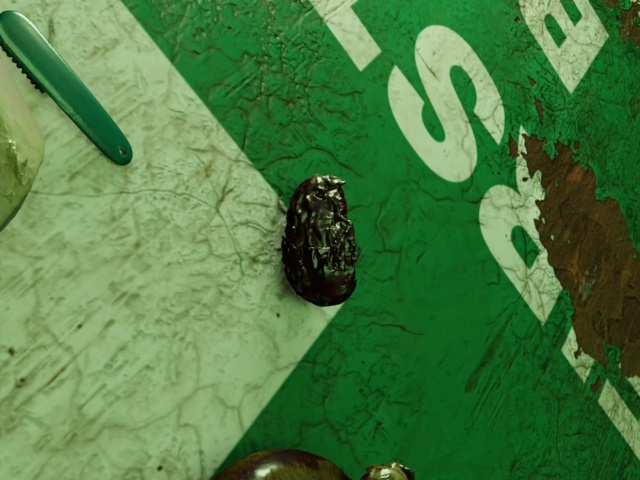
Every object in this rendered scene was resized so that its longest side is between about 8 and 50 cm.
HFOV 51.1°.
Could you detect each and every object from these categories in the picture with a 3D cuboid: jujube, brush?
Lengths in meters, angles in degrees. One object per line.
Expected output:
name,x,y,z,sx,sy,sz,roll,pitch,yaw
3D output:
jujube,-0.004,0.001,0.837,0.104,0.104,0.165,11,61,-35
brush,-0.273,-0.156,0.714,0.193,0.032,0.043,54,48,-28

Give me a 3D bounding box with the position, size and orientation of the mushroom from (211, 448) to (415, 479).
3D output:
mushroom,-0.010,0.348,0.701,0.297,0.163,0.278,47,64,-18

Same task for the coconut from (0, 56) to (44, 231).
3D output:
coconut,-0.340,-0.097,0.508,0.224,0.234,0.224,1,56,-1
